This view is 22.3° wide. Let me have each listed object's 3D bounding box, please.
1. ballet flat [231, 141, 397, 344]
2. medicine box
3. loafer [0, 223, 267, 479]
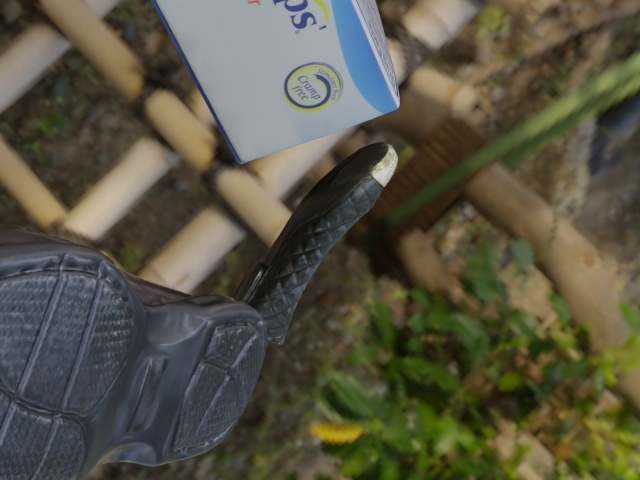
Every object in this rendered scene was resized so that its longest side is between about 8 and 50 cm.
[{"bbox_3d":[0.000,0.000,1.155,0.049,0.057,0.173,34,107,-19],"label":"ballet flat"},{"bbox_3d":[-0.061,-0.262,1.324,0.149,0.289,0.263,-19,132,9],"label":"medicine box"},{"bbox_3d":[-0.122,0.047,0.705,0.109,0.095,0.302,-68,159,1],"label":"loafer"}]
